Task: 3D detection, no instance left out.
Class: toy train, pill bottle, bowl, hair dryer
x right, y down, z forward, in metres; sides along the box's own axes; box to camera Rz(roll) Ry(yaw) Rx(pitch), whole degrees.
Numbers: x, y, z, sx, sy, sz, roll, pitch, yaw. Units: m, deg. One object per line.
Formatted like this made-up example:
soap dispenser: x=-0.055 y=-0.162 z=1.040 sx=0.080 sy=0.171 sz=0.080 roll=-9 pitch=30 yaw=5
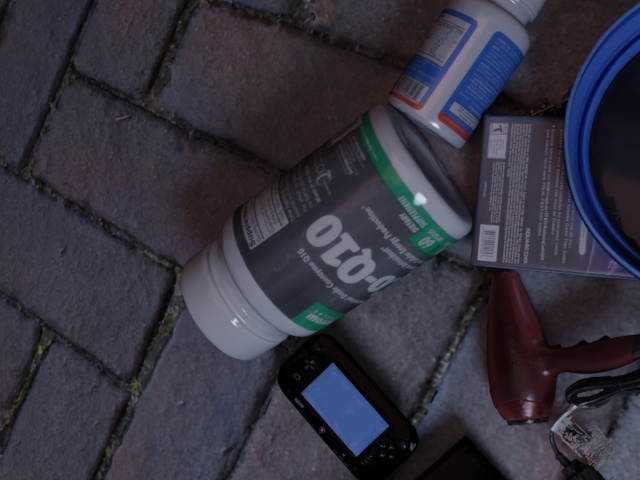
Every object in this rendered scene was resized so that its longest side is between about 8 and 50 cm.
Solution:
toy train: x=0.291 y=-0.167 z=0.950 sx=0.158 sy=0.027 sz=0.036 roll=-23 pitch=63 yaw=22
pill bottle: x=0.196 y=-0.244 z=0.952 sx=0.124 sy=0.124 sz=0.221 roll=39 pitch=100 yaw=25
pill bottle: x=0.000 y=0.000 z=0.969 sx=0.361 sy=0.204 sz=0.204 roll=-35 pitch=69 yaw=20
bowl: x=0.469 y=-0.108 z=0.790 sx=0.391 sy=0.077 sz=0.390 roll=-3 pitch=79 yaw=17
hair dryer: x=0.299 y=0.144 z=0.856 sx=0.223 sy=0.080 sz=0.293 roll=-55 pitch=52 yaw=17

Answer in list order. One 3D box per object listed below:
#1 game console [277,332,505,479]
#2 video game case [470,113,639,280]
game console: x=0.076 y=0.288 z=0.936 sx=0.213 sy=0.044 sz=0.361 roll=-43 pitch=76 yaw=3
video game case: x=0.332 y=-0.054 z=0.888 sx=0.274 sy=0.026 sz=0.196 roll=5 pitch=88 yaw=18
